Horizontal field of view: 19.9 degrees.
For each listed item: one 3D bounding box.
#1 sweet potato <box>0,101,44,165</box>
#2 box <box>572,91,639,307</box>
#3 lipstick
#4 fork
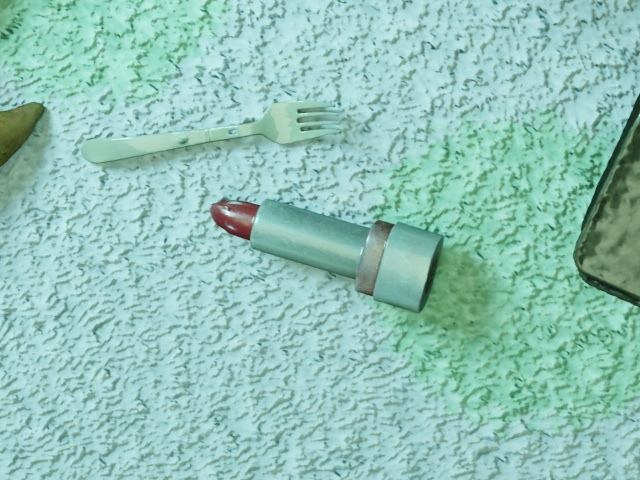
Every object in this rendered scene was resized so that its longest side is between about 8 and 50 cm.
[{"bbox_3d":[-0.403,-0.075,1.463,0.355,0.095,0.106,3,63,5],"label":"sweet potato"},{"bbox_3d":[0.315,-0.075,1.330,0.184,0.143,0.273,23,106,2],"label":"box"},{"bbox_3d":[0.000,0.000,1.445,0.186,0.057,0.063,17,106,10],"label":"lipstick"},{"bbox_3d":[-0.088,-0.083,1.455,0.219,0.028,0.034,-8,110,15],"label":"fork"}]
